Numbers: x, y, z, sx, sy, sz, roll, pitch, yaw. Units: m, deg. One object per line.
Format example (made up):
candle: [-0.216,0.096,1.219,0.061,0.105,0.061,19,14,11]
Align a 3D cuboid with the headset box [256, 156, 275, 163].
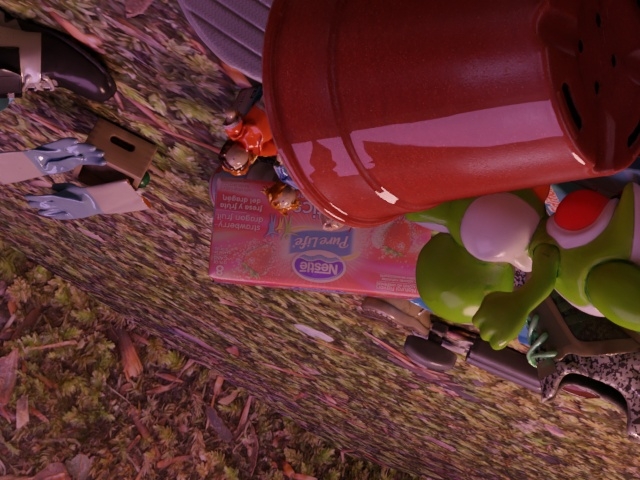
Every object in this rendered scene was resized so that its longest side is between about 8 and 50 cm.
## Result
headset box: [-0.072,-0.138,1.736,0.083,0.032,0.062,14,160,34]

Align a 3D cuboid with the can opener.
can opener: [0.294,0.225,2.232,0.280,0.093,0.074,19,162,4]

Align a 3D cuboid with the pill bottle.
pill bottle: [-0.097,-0.081,1.847,0.087,0.087,0.160,37,159,-34]

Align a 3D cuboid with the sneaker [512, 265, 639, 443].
sneaker: [0.334,0.129,1.646,0.410,0.182,0.158,33,167,31]

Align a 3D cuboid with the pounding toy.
pounding toy: [-0.335,-0.134,2.041,0.141,0.100,0.130,27,151,-8]

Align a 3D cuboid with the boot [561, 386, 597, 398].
boot: [0.474,0.206,1.827,0.264,0.096,0.280,21,172,10]

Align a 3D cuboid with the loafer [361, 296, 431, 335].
loafer: [0.148,0.103,2.063,0.102,0.092,0.268,25,180,16]

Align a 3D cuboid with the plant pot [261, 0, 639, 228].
plant pot: [0.136,-0.151,1.060,0.265,0.272,0.272,-2,149,40]

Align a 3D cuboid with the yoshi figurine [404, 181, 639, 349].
yoshi figurine: [0.251,0.042,1.290,0.362,0.203,0.203,21,169,22]

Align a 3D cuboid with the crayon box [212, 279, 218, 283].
crayon box: [-0.033,0.018,1.927,0.203,0.083,0.323,2,171,-22]

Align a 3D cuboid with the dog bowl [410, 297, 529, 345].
dog bowl: [0.259,0.088,1.864,0.297,0.074,0.166,19,167,23]

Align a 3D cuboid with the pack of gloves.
pack of gloves: [-0.426,-0.112,2.008,0.232,0.046,0.195,-7,141,25]

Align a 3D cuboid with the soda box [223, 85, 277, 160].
soda box: [-0.040,-0.138,1.647,0.183,0.058,0.063,33,161,-28]

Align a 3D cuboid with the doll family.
doll family: [-0.030,-0.113,1.533,0.263,0.163,0.118,32,-161,-31]

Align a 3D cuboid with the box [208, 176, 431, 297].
box: [0.000,0.000,1.670,0.300,0.142,0.154,5,175,-2]

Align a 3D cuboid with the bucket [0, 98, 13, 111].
bucket: [-0.623,-0.206,1.914,0.183,0.281,0.281,36,161,-14]

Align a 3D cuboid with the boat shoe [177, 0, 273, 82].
boat shoe: [-0.019,-0.207,1.301,0.335,0.121,0.119,39,-170,-2]

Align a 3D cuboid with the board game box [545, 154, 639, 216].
board game box: [0.351,-0.051,1.328,0.336,0.079,0.254,12,159,35]

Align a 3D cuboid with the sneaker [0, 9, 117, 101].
sneaker: [-0.467,-0.254,1.754,0.331,0.146,0.122,24,162,0]
